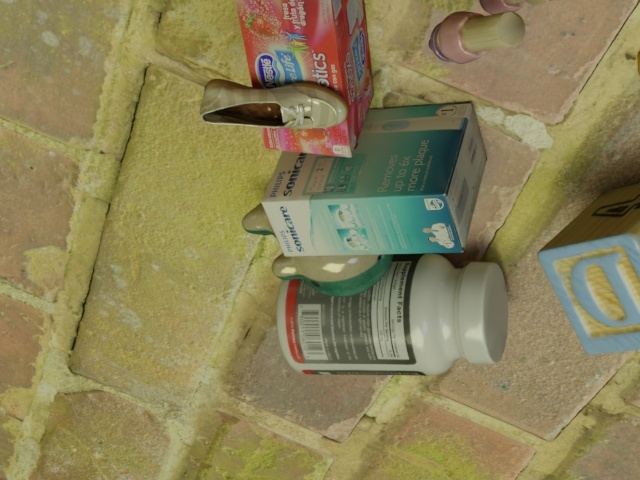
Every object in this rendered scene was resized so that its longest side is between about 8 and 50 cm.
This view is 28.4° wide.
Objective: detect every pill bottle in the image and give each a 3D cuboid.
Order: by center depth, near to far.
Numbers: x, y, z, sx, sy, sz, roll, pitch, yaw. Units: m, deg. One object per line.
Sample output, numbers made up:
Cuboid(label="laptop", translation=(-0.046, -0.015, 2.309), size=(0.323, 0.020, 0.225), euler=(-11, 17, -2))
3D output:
Cuboid(label="pill bottle", translation=(0.125, 0.127, 2.169), size=(0.363, 0.210, 0.210), euler=(-2, 134, 22))

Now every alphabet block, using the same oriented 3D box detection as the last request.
Cuboid(label="alphabet block", translation=(0.478, 0.035, 1.880), size=(0.193, 0.197, 0.192), euler=(-12, 109, 52))

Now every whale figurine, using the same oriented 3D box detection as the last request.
Cuboid(label="whale figurine", translation=(0.000, 0.000, 2.090), size=(0.272, 0.216, 0.141), euler=(20, 146, 37))

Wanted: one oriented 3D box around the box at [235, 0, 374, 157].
Cuboid(label="box", translation=(-0.017, -0.283, 1.830), size=(0.142, 0.154, 0.300), euler=(7, 138, 16))

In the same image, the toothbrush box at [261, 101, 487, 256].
Cuboid(label="toothbrush box", translation=(0.086, -0.093, 1.946), size=(0.295, 0.216, 0.126), euler=(-2, 134, 24))

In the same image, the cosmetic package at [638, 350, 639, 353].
Cuboid(label="cosmetic package", translation=(0.582, 0.142, 2.107), size=(0.117, 0.085, 0.231), euler=(-14, 130, 31))

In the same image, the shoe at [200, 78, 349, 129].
Cuboid(label="shoe", translation=(-0.068, -0.183, 1.797), size=(0.219, 0.058, 0.076), euler=(7, 138, 16))

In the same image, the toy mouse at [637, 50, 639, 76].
Cuboid(label="toy mouse", translation=(0.510, -0.252, 1.752), size=(0.143, 0.031, 0.161), euler=(-1, 135, 21))

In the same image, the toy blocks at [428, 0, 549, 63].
Cuboid(label="toy blocks", translation=(0.196, -0.412, 1.602), size=(0.288, 0.309, 0.260), euler=(53, 163, -17))
